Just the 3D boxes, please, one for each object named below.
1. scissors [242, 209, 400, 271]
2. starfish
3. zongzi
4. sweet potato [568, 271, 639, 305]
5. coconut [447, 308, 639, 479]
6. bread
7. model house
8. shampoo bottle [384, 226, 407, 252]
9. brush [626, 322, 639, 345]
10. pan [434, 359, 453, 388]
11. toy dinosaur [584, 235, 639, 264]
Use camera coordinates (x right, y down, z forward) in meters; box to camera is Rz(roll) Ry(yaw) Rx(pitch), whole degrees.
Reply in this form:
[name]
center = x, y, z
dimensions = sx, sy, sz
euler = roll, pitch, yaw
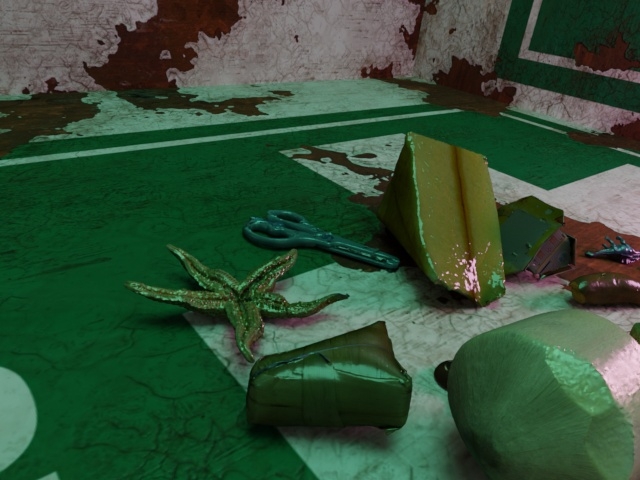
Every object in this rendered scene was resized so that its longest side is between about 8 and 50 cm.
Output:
[scissors]
center = 0.000, -0.001, 1.161
dimensions = 0.392, 0.032, 0.180
euler = 18, 31, 19
[starfish]
center = -0.152, 0.091, 0.911
dimensions = 0.357, 0.078, 0.347
euler = 29, 36, 34
[zongzi]
center = 0.010, 0.181, 0.756
dimensions = 0.228, 0.115, 0.256
euler = 2, 22, 0
[sweet potato]
center = 0.647, 0.106, 1.071
dimensions = 0.243, 0.077, 0.077
euler = 3, 28, -15
[coconut]
center = 0.285, 0.216, 0.623
dimensions = 0.265, 0.238, 0.237
euler = -6, 31, -32
[bread]
center = 0.304, -0.050, 1.087
dimensions = 0.233, 0.245, 0.362
euler = 12, 25, -17
[model house]
center = 0.490, 0.014, 1.174
dimensions = 0.135, 0.207, 0.219
euler = 35, 6, -26
[shampoo bottle]
center = 0.191, -0.015, 1.234
dimensions = 0.048, 0.027, 0.137
euler = 3, 29, -20
[brush]
center = 0.583, 0.181, 0.929
dimensions = 0.312, 0.067, 0.072
euler = 3, 29, -4
[pan]
center = 0.220, 0.232, 0.792
dimensions = 0.068, 0.024, 0.115
euler = 11, 28, 6
[toy dinosaur]
center = 0.783, 0.027, 1.276
dimensions = 0.197, 0.045, 0.080
euler = -1, 42, 0
